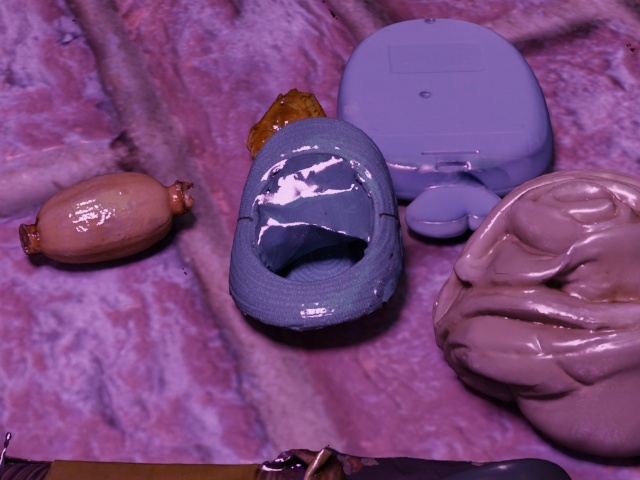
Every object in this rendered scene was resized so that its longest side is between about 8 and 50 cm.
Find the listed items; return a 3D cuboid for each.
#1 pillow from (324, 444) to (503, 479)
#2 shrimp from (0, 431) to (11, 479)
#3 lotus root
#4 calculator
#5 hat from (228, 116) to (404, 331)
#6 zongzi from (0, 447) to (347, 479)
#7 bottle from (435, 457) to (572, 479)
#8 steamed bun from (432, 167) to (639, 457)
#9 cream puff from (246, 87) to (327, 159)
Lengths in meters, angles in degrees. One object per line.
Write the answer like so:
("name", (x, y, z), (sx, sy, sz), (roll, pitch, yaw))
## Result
("pillow", (0.074, 0.183, 0.975), (0.150, 0.048, 0.090), (3, 39, 1))
("shrimp", (-0.209, 0.266, 0.753), (0.116, 0.145, 0.343), (5, 75, -10))
("lotus root", (-0.169, -0.020, 1.195), (0.150, 0.062, 0.073), (-17, 44, -15))
("calculator", (0.108, -0.108, 1.305), (0.188, 0.042, 0.303), (-1, 39, -2))
("hat", (0.000, 0.000, 1.166), (0.138, 0.078, 0.191), (-2, 60, 11))
("zongzi", (-0.128, 0.268, 0.817), (0.289, 0.154, 0.317), (-2, 46, 10))
("bottle", (0.119, 0.288, 0.736), (0.144, 0.144, 0.336), (-13, 63, -13))
("steamed bun", (0.196, 0.031, 1.071), (0.211, 0.144, 0.218), (22, 47, 23))
("cream puff", (-0.029, -0.096, 1.281), (0.083, 0.058, 0.083), (26, 50, 30))
